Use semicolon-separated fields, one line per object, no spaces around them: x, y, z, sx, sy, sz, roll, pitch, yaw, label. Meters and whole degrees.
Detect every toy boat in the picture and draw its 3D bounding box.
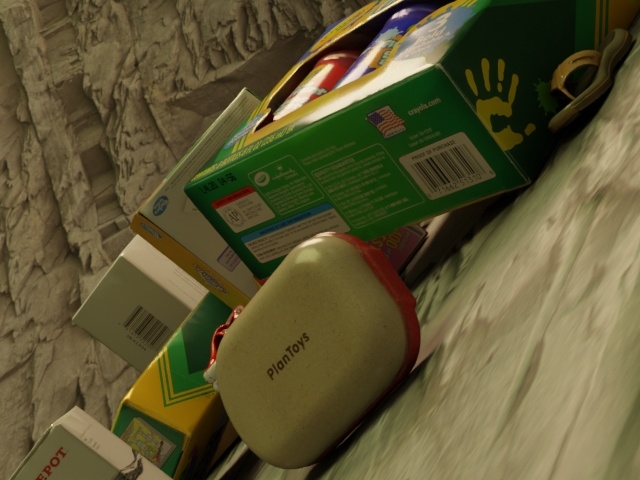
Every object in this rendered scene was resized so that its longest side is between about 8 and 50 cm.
0.014;0.100;1.109;0.151;0.151;0.231;-4;-37;-49;toy boat

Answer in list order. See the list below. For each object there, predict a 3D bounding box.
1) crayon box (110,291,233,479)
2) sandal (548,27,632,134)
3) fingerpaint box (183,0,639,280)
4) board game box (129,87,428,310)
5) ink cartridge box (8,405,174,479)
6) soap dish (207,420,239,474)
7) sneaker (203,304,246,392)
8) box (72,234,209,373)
-0.212;0.295;1.651;0.313;0.106;0.363;-58;-8;-62;crayon box
0.255;-0.162;1.207;0.072;0.049;0.180;-49;3;47;sandal
0.103;-0.174;1.423;0.444;0.163;0.371;-20;25;48;fingerpaint box
-0.051;-0.013;1.617;0.242;0.316;0.064;-52;1;-25;board game box
-0.235;0.308;1.328;0.160;0.219;0.092;-51;2;7;ink cartridge box
-0.156;0.255;2.042;0.291;0.118;0.229;-51;2;30;soap dish
-0.033;0.109;1.451;0.090;0.145;0.270;-49;3;43;sneaker
-0.221;0.063;2.045;0.168;0.215;0.345;-49;5;31;box
